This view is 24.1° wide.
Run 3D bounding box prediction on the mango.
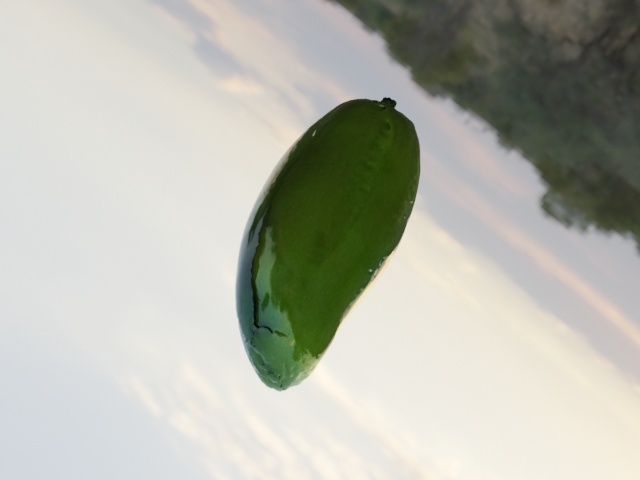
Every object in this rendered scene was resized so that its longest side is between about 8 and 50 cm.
[{"bbox_3d":[0.000,0.000,1.097,0.111,0.233,0.125,17,163,15],"label":"mango"}]
